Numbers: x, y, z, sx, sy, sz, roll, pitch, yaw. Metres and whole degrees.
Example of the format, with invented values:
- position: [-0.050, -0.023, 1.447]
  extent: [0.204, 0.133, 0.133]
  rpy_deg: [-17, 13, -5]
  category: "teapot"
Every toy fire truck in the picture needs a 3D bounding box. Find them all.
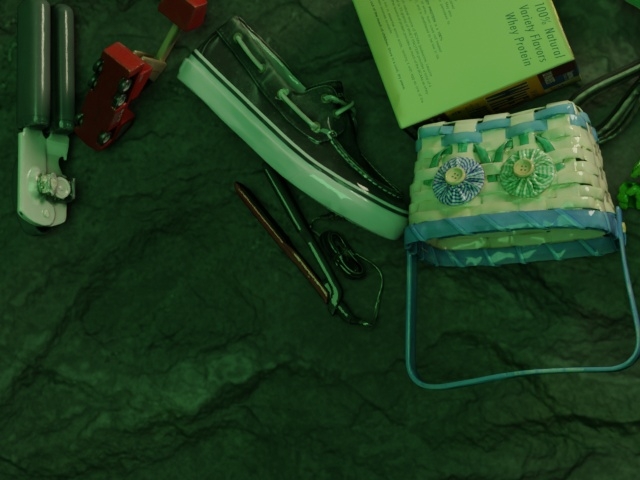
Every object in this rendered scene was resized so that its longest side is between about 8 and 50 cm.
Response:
- position: [-0.212, -0.203, 1.889]
  extent: [0.047, 0.135, 0.192]
  rpy_deg: [39, 134, 11]
  category: "toy fire truck"

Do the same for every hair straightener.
- position: [0.000, 0.000, 1.856]
  extent: [0.089, 0.047, 0.230]
  rpy_deg: [-38, 80, 7]
  category: "hair straightener"

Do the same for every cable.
- position: [0.392, -0.197, 1.760]
  extent: [0.287, 0.072, 0.139]
  rpy_deg: [-23, 116, 5]
  category: "cable"

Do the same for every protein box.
- position: [0.159, -0.241, 1.793]
  extent: [0.201, 0.136, 0.200]
  rpy_deg: [-22, 81, 10]
  category: "protein box"

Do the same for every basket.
- position: [0.204, 0.009, 1.731]
  extent: [0.254, 0.201, 0.289]
  rpy_deg: [-9, 82, 19]
  category: "basket"

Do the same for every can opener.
- position: [-0.339, -0.148, 1.918]
  extent: [0.093, 0.074, 0.280]
  rpy_deg: [-5, 81, 39]
  category: "can opener"

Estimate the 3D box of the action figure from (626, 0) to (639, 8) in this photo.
- position: [0.327, -0.336, 1.796]
  extent: [0.232, 0.063, 0.137]
  rpy_deg: [24, 104, 8]
  category: "action figure"

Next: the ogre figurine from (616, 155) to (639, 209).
- position: [0.419, -0.086, 1.744]
  extent: [0.118, 0.097, 0.197]
  rpy_deg: [34, 102, -1]
  category: "ogre figurine"

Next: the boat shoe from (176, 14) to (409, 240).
- position: [-0.017, -0.135, 1.830]
  extent: [0.335, 0.121, 0.119]
  rpy_deg: [40, 99, 14]
  category: "boat shoe"
